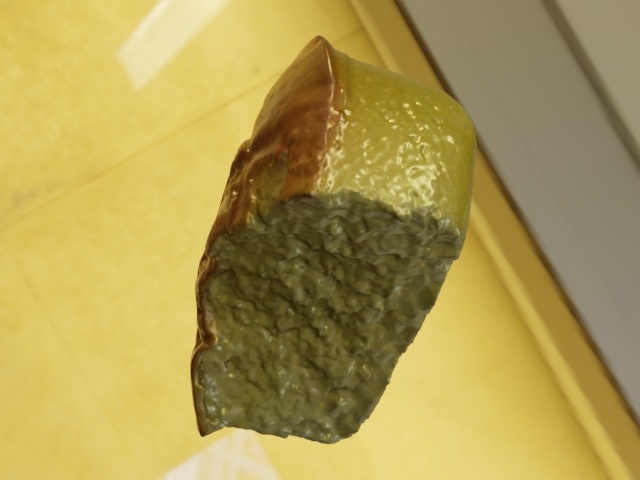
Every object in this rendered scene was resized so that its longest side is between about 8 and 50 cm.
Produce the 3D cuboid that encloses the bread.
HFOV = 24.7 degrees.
[{"bbox_3d":[0.000,-0.004,0.564,0.125,0.086,0.156,-83,-168,-52],"label":"bread"}]
